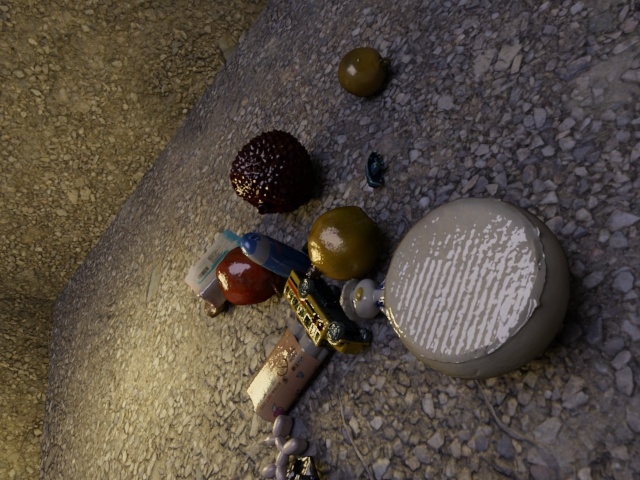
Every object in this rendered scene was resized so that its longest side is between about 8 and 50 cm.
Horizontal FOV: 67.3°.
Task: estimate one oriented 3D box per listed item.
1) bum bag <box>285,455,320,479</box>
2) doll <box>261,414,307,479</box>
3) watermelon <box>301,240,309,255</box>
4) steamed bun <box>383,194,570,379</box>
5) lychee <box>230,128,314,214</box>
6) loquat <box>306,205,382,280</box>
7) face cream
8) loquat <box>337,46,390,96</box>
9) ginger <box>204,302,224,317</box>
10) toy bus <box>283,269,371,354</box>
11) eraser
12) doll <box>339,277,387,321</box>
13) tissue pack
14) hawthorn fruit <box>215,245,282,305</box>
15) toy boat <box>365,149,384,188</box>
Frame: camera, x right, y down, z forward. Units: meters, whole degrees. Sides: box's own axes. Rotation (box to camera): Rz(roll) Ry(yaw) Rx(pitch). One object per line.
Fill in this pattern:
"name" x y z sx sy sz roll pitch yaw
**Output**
"bum bag" -0.017 0.661 1.206 0.102 0.069 0.248 -42 51 14
"doll" -0.110 0.599 1.353 0.160 0.059 0.161 -57 40 8
"watermelon" 0.005 0.011 1.576 0.163 0.087 0.069 -43 80 27
"steamed bun" 0.326 0.104 1.004 0.374 0.241 0.374 -21 56 34
"lychee" -0.164 -0.233 1.700 0.306 0.306 0.330 -6 62 46
"loquat" 0.055 0.022 1.377 0.246 0.213 0.213 -42 41 0
"face cream" -0.144 0.049 1.539 0.083 0.264 0.149 -49 40 16
"loquat" 0.152 -0.586 1.668 0.205 0.149 0.172 -11 56 32
"ginger" -0.413 0.239 1.895 0.096 0.067 0.165 -37 31 36
"toy bus" 0.008 0.213 1.396 0.123 0.121 0.335 -60 38 17
"eraser" -0.103 0.384 1.443 0.290 0.087 0.171 -56 41 12
"doll" 0.162 0.147 1.260 0.293 0.119 0.138 -13 69 44
"tissue pack" -0.371 0.105 1.830 0.271 0.124 0.201 -50 34 -11
"hawthorn fruit" -0.224 0.129 1.651 0.262 0.210 0.210 13 79 33
"toy boat" 0.173 -0.227 1.508 0.061 0.060 0.137 -48 31 47
